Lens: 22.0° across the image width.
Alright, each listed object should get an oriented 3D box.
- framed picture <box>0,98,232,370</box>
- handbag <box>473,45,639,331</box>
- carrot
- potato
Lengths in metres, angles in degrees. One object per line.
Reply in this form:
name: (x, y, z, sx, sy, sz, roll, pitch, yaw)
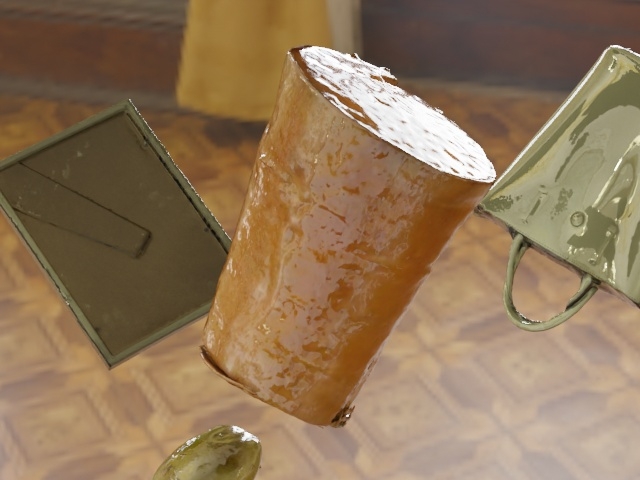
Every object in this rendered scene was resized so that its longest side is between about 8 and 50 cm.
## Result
framed picture: (-0.200, -0.011, 1.647, 0.184, 0.016, 0.250, -30, 72, -25)
handbag: (0.293, -0.045, 1.747, 0.315, 0.109, 0.241, -50, 50, -8)
carrot: (0.000, 0.000, 1.286, 0.196, 0.254, 0.196, 26, 18, -9)
potato: (-0.110, 0.220, 1.449, 0.138, 0.070, 0.091, -56, 24, -10)
